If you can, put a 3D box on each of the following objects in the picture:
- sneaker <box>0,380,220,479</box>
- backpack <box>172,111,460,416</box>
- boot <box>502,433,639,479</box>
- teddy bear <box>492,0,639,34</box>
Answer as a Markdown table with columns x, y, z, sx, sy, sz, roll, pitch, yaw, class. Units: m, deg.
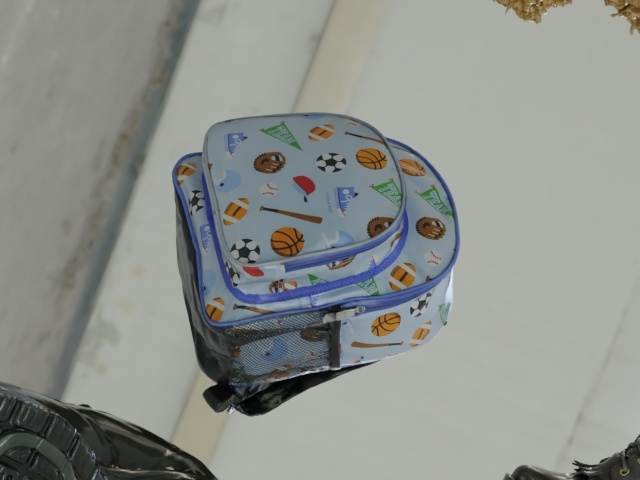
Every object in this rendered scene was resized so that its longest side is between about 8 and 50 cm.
| x | y | z | sx | sy | sz | roll | pitch | yaw | class |
| --- | --- | --- | --- | --- | --- | --- | --- | --- | --- |
| -0.173 | 0.153 | 0.920 | 0.109 | 0.286 | 0.130 | -54 | -142 | 2 | sneaker |
| 0.000 | 0.000 | 1.342 | 0.213 | 0.263 | 0.277 | 104 | -23 | -52 | backpack |
| 0.317 | 0.173 | 1.310 | 0.091 | 0.262 | 0.229 | -140 | -114 | -77 | boot |
| 0.236 | -0.206 | 0.900 | 0.113 | 0.338 | 0.245 | -55 | 159 | -34 | teddy bear |
